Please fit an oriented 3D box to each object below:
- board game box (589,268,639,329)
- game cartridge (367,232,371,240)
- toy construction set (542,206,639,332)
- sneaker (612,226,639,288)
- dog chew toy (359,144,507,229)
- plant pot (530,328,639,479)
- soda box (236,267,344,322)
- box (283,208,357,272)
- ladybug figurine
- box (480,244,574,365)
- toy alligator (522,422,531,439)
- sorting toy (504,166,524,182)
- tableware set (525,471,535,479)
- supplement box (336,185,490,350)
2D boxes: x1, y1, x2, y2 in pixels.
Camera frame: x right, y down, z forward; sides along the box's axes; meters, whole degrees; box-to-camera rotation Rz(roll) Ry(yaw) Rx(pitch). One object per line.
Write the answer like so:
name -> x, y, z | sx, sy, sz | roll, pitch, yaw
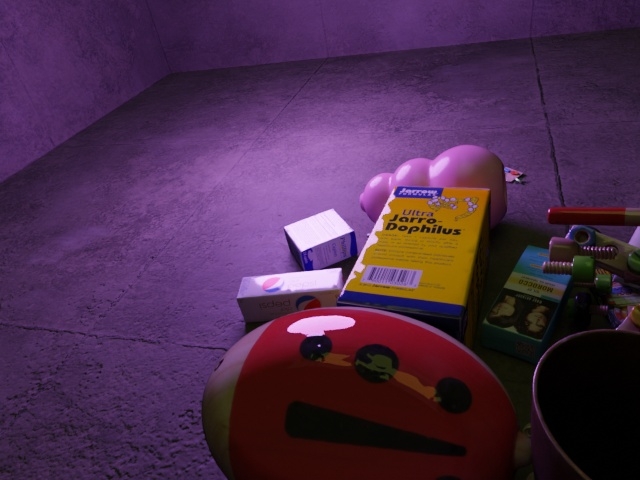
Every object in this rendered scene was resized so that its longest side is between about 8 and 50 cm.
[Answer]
board game box -> 0.569, 0.135, 0.820 | 0.136, 0.030, 0.260 | -5, 35, 7
game cartridge -> 0.150, 0.007, 1.101 | 0.083, 0.056, 0.017 | -2, 29, 13
toy construction set -> 0.460, 0.076, 0.671 | 0.237, 0.309, 0.257 | 2, 51, 35
sneaker -> 0.654, -0.014, 0.886 | 0.123, 0.106, 0.290 | 24, 65, 33
dog chew toy -> 0.253, -0.105, 1.117 | 0.331, 0.207, 0.207 | -4, 35, 26
plant pot -> 0.322, 0.254, 0.515 | 0.215, 0.230, 0.215 | -4, 36, 3
soda box -> -0.057, 0.114, 0.996 | 0.216, 0.074, 0.069 | -6, 35, 10
box -> 0.000, 0.000, 1.142 | 0.137, 0.072, 0.126 | -21, 35, -12
ladybug figurine -> 0.037, 0.233, 0.627 | 0.449, 0.162, 0.305 | 0, 74, 16
box -> 0.388, 0.108, 0.882 | 0.100, 0.060, 0.244 | 16, 43, 34
toy alligator -> 0.382, 0.261, 0.682 | 0.189, 0.056, 0.051 | -7, -8, 12
sorting toy -> 0.513, -0.174, 1.286 | 0.062, 0.012, 0.083 | -28, 37, -22
tableware set -> 0.303, 0.359, 0.587 | 0.141, 0.020, 0.168 | 27, 47, 36
supplement box -> 0.189, 0.072, 0.875 | 0.195, 0.194, 0.356 | 5, 38, 23
